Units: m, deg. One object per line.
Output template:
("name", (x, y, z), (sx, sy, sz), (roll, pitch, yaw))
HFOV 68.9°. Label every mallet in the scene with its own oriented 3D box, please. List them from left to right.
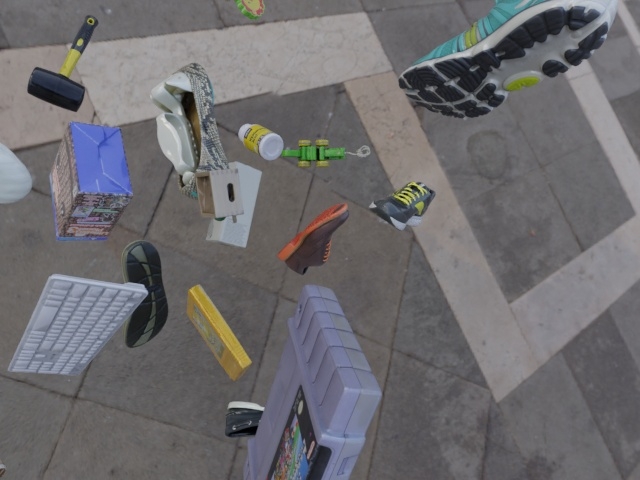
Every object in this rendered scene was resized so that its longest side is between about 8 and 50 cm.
("mallet", (-0.329, -0.248, 0.640), (0.063, 0.039, 0.189), (27, 46, -23))

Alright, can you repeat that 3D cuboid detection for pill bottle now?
("pill bottle", (-0.146, -0.238, 1.111), (0.065, 0.116, 0.065), (-24, 130, -31))

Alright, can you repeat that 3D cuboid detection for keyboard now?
("keyboard", (-0.241, 0.091, 0.445), (0.072, 0.256, 0.014), (9, 57, -36))

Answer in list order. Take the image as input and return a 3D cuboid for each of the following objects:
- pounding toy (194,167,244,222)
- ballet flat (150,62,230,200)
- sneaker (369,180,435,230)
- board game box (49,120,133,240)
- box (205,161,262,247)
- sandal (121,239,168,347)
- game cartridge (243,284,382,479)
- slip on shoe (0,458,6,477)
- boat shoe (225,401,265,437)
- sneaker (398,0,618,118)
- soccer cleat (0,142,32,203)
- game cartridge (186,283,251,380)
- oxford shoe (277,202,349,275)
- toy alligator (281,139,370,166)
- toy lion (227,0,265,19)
("pounding toy", (-0.238, -0.102, 1.149), (0.100, 0.130, 0.141), (-12, 101, -32))
("ballet flat", (-0.367, -0.324, 1.271), (0.182, 0.164, 0.482), (12, 55, -53))
("sneaker", (0.065, -0.031, 0.361), (0.031, 0.035, 0.083), (38, 20, 18))
("board game box", (-0.678, -0.162, 1.365), (0.141, 0.291, 0.231), (-1, 65, -40))
("box", (-0.292, -0.118, 1.576), (0.113, 0.094, 0.274), (19, 77, -39))
("sandal", (-0.472, 0.138, 1.224), (0.120, 0.086, 0.302), (-13, 115, -48))
("game cartridge", (-0.034, 0.264, 0.613), (0.068, 0.230, 0.354), (14, 109, -14))
("slip on shoe", (-0.752, 0.536, 1.024), (0.041, 0.051, 0.135), (38, 87, 30))
("boat shoe", (-0.139, 0.570, 1.412), (0.341, 0.127, 0.112), (4, 51, 15))
("sneaker", (0.214, -0.231, 0.565), (0.107, 0.275, 0.109), (34, 67, -29))
("soccer cleat", (-0.346, -0.084, 0.386), (0.196, 0.076, 0.068), (37, 95, -35))
("game cartridge", (-0.367, 0.338, 1.648), (0.053, 0.285, 0.323), (-29, 76, -27))
("oxford shoe", (0.000, 0.000, 1.166), (0.098, 0.271, 0.097), (47, 47, -3))
("toy alligator", (0.012, -0.187, 1.013), (0.190, 0.051, 0.056), (-1, 95, 4))
("toy lion", (-0.157, -0.516, 0.974), (0.096, 0.034, 0.100), (18, 65, -41))
